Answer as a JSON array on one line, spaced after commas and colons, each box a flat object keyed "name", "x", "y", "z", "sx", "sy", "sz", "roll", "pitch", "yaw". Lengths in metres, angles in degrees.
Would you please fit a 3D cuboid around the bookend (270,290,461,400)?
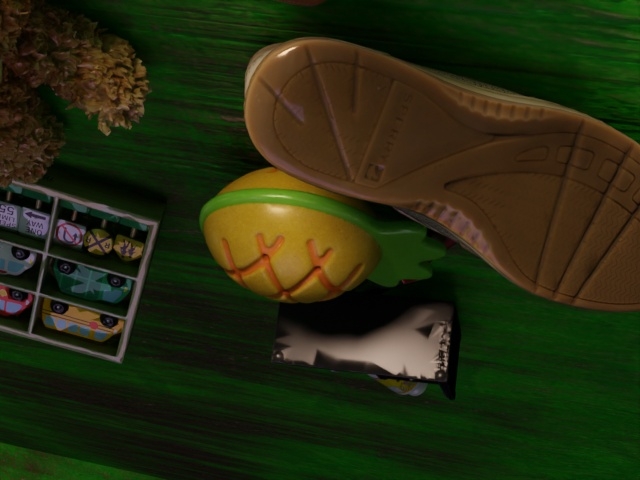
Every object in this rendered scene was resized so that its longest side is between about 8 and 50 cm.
[{"name": "bookend", "x": 0.050, "y": 0.099, "z": 0.919, "sx": 0.157, "sy": 0.072, "sz": 0.156, "roll": 5, "pitch": 166, "yaw": 11}]

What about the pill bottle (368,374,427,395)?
[{"name": "pill bottle", "x": 0.085, "y": 0.144, "z": 1.083, "sx": 0.043, "sy": 0.043, "sz": 0.083, "roll": -6, "pitch": 150, "yaw": 39}]

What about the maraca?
[{"name": "maraca", "x": 0.000, "y": 0.000, "z": 0.738, "sx": 0.185, "sy": 0.099, "sz": 0.127, "roll": 10, "pitch": 157, "yaw": -4}]

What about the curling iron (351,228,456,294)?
[{"name": "curling iron", "x": 0.087, "y": 0.020, "z": 0.811, "sx": 0.068, "sy": 0.035, "sz": 0.274, "roll": 22, "pitch": 156, "yaw": -17}]

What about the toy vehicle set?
[{"name": "toy vehicle set", "x": -0.287, "y": 0.004, "z": 0.878, "sx": 0.267, "sy": 0.035, "sz": 0.166, "roll": 16, "pitch": 120, "yaw": -5}]

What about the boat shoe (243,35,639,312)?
[{"name": "boat shoe", "x": 0.095, "y": -0.047, "z": 0.596, "sx": 0.302, "sy": 0.109, "sz": 0.098, "roll": 20, "pitch": -164, "yaw": -13}]

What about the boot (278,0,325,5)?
[{"name": "boot", "x": -0.028, "y": -0.169, "z": 0.411, "sx": 0.197, "sy": 0.073, "sz": 0.152, "roll": 31, "pitch": 156, "yaw": -28}]

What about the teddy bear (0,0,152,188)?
[{"name": "teddy bear", "x": -0.243, "y": -0.093, "z": 0.621, "sx": 0.245, "sy": 0.113, "sz": 0.338, "roll": 14, "pitch": 160, "yaw": -32}]
